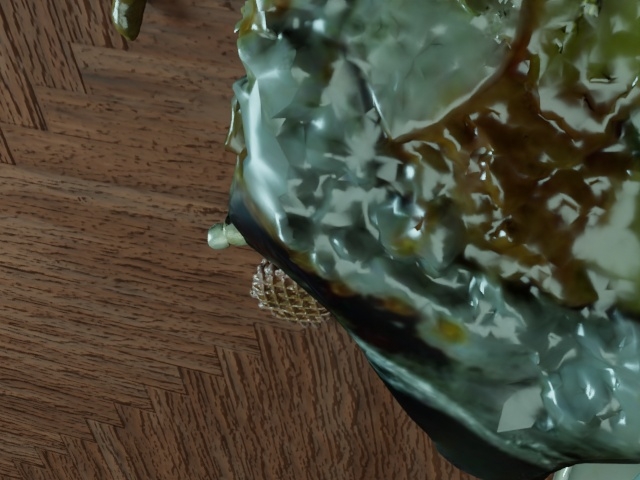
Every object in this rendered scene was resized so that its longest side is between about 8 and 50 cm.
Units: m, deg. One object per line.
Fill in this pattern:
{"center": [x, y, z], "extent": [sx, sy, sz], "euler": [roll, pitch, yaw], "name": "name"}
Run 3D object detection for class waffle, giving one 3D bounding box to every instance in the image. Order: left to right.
{"center": [-0.021, 0.043, 1.017], "extent": [0.075, 0.029, 0.083], "euler": [31, 145, -6], "name": "waffle"}

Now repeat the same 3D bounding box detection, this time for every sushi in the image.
{"center": [0.141, -0.066, 0.606], "extent": [0.417, 0.176, 0.418], "euler": [10, 118, 20], "name": "sushi"}

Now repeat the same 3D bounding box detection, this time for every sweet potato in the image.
{"center": [-0.123, -0.197, 0.783], "extent": [0.044, 0.044, 0.179], "euler": [16, 149, 13], "name": "sweet potato"}

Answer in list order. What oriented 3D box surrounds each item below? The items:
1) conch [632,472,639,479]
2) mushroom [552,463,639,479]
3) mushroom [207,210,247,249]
{"center": [0.280, 0.214, 0.801], "extent": [0.221, 0.185, 0.121], "euler": [39, 174, -8], "name": "conch"}
{"center": [0.267, 0.182, 0.954], "extent": [0.236, 0.173, 0.162], "euler": [-20, 89, 0], "name": "mushroom"}
{"center": [0.000, 0.000, 0.936], "extent": [0.187, 0.060, 0.061], "euler": [6, 146, 32], "name": "mushroom"}
